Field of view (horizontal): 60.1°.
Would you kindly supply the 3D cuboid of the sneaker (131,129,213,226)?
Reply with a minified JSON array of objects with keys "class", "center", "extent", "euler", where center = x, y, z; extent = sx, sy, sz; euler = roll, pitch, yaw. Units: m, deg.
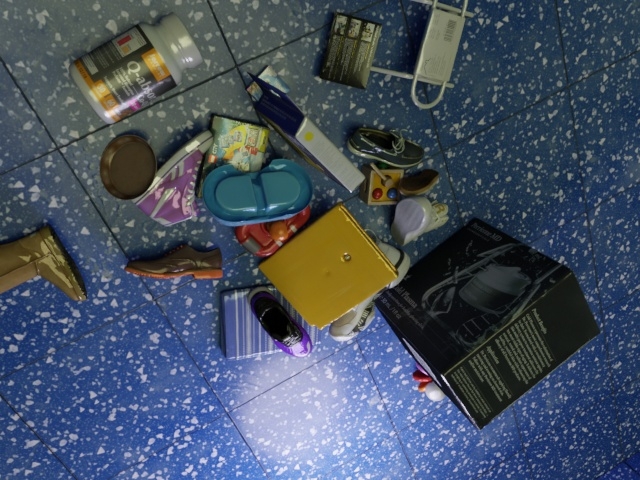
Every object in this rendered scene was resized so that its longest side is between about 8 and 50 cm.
[{"class":"sneaker","center":[-0.353,-0.157,1.478],"extent":[0.282,0.102,0.161],"euler":[-42,107,12]}]

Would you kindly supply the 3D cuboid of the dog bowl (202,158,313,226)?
[{"class":"dog bowl","center":[-0.171,-0.123,1.495],"extent":[0.298,0.074,0.165],"euler":[-9,74,-18]}]

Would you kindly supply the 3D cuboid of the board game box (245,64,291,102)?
[{"class":"board game box","center":[-0.143,-0.413,1.509],"extent":[0.090,0.020,0.090],"euler":[-47,120,2]}]

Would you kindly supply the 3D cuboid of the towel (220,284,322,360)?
[{"class":"towel","center":[-0.154,0.250,1.773],"extent":[0.336,0.040,0.243],"euler":[-6,111,-20]}]

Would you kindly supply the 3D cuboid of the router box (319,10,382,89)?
[{"class":"router box","center":[0.082,-0.516,1.512],"extent":[0.133,0.046,0.178],"euler":[15,107,-1]}]

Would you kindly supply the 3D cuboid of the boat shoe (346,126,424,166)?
[{"class":"boat shoe","center":[0.205,-0.287,1.648],"extent":[0.255,0.095,0.079],"euler":[12,148,-19]}]

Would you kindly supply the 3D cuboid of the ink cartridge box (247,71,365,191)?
[{"class":"ink cartridge box","center":[-0.058,-0.278,1.418],"extent":[0.072,0.303,0.307],"euler":[-49,125,3]}]

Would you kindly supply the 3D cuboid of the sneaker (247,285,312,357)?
[{"class":"sneaker","center":[-0.113,0.280,1.695],"extent":[0.102,0.146,0.293],"euler":[-41,117,-5]}]

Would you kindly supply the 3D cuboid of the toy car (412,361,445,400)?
[{"class":"toy car","center":[0.412,0.485,2.035],"extent":[0.136,0.159,0.181],"euler":[19,107,11]}]

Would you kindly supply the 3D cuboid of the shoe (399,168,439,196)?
[{"class":"shoe","center":[0.306,-0.165,1.706],"extent":[0.219,0.077,0.058],"euler":[-29,139,-49]}]

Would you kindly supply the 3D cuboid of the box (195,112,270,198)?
[{"class":"box","center":[-0.245,-0.219,1.534],"extent":[0.159,0.044,0.232],"euler":[9,108,-24]}]

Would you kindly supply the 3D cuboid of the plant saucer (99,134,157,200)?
[{"class":"plant saucer","center":[-0.487,-0.185,1.418],"extent":[0.169,0.029,0.168],"euler":[-1,88,17]}]

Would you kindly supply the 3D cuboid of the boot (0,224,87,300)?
[{"class":"boot","center":[-0.784,0.105,1.442],"extent":[0.270,0.089,0.236],"euler":[-25,107,-10]}]

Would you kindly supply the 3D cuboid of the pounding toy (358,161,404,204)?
[{"class":"pounding toy","center":[0.183,-0.181,1.682],"extent":[0.130,0.100,0.141],"euler":[-4,112,-20]}]

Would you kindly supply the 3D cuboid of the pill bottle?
[{"class":"pill bottle","center":[-0.433,-0.413,1.317],"extent":[0.279,0.162,0.162],"euler":[-33,119,-5]}]

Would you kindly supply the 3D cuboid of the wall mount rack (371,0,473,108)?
[{"class":"wall mount rack","center":[0.263,-0.561,1.551],"extent":[0.305,0.130,0.349],"euler":[4,109,-26]}]

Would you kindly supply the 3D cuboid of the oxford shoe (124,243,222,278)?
[{"class":"oxford shoe","center":[-0.414,0.058,1.570],"extent":[0.272,0.097,0.098],"euler":[1,91,-26]}]

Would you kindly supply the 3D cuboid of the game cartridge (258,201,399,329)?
[{"class":"game cartridge","center":[0.022,0.086,1.659],"extent":[0.324,0.052,0.285],"euler":[-36,101,20]}]

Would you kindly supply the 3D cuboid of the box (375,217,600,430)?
[{"class":"box","center":[0.501,0.239,1.759],"extent":[0.472,0.480,0.297],"euler":[-37,118,-4]}]

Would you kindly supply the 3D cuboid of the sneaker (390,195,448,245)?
[{"class":"sneaker","center":[0.324,-0.091,1.706],"extent":[0.169,0.292,0.108],"euler":[-28,77,-13]}]

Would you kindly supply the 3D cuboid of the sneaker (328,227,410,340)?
[{"class":"sneaker","center":[0.107,0.136,1.768],"extent":[0.210,0.137,0.365],"euler":[39,89,-28]}]

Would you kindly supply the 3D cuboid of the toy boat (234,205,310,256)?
[{"class":"toy boat","center":[-0.128,-0.046,1.589],"extent":[0.231,0.151,0.151],"euler":[-44,120,0]}]
